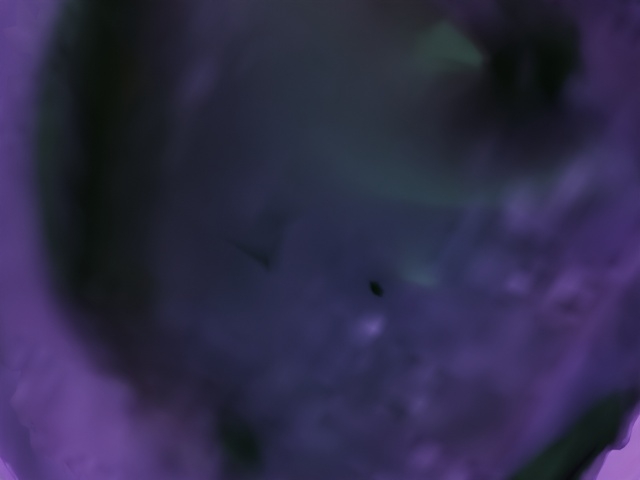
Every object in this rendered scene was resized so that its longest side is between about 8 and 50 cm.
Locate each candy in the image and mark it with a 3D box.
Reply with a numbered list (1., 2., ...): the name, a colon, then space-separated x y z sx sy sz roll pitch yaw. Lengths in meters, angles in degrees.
1. candy: 0.000 0.000 0.885 0.386 0.186 0.427 22 104 -2
